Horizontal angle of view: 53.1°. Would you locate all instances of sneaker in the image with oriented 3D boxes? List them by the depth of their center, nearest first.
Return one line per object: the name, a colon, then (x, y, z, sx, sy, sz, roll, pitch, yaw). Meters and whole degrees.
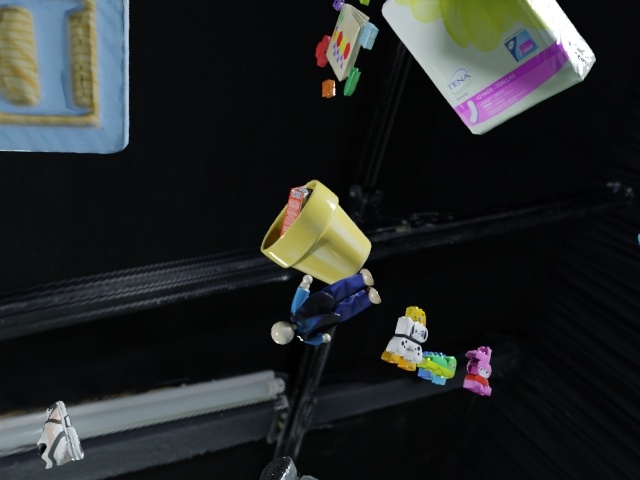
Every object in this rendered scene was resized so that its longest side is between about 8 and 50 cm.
sneaker: (-0.302, 0.218, 0.726, 0.043, 0.109, 0.040, -19, -69, -26)
sneaker: (-0.053, 0.333, 0.779, 0.170, 0.051, 0.089, -41, -65, -57)

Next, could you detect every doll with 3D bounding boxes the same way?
doll: (0.002, 0.112, 1.055, 0.188, 0.046, 0.129, -28, -65, -14)

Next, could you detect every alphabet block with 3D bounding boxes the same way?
alphabet block: (-0.297, -0.221, 0.658, 0.193, 0.197, 0.193, 1, -52, -19)

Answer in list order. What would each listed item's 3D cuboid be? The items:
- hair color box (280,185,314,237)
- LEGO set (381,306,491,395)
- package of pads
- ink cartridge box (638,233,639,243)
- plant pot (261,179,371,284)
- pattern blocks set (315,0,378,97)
hair color box: (-0.060, -0.071, 1.732, 0.072, 0.043, 0.141, -20, -52, -61)
LEGO set: (0.166, 0.155, 0.970, 0.227, 0.087, 0.093, 30, -112, -36)
package of pads: (0.268, -0.344, 1.066, 0.297, 0.229, 0.101, 50, -127, -10)
ink cartridge box: (0.438, 0.103, 0.563, 0.197, 0.198, 0.270, -16, -90, 15)
plant pot: (0.000, 0.000, 1.796, 0.239, 0.254, 0.254, 38, -86, -14)
pattern blocks set: (0.061, -0.474, 1.522, 0.026, 0.325, 0.285, 9, -48, -19)
